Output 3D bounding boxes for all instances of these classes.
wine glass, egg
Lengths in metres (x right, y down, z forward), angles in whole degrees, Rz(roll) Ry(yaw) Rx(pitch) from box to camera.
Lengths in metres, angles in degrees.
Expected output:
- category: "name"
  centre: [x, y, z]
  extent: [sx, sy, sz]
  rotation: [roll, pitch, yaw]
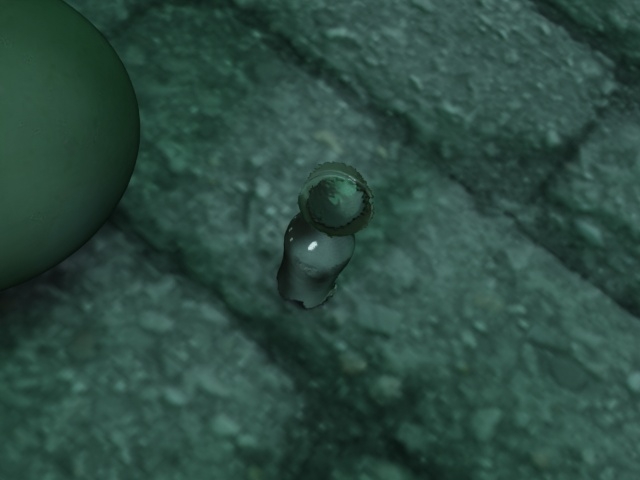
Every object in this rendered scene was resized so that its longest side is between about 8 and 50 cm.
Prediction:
- category: "wine glass"
  centre: [0.000, 0.000, 0.586]
  extent: [0.039, 0.083, 0.042]
  rotation: [-6, 61, -14]
- category: "egg"
  centre: [-0.176, -0.046, 0.521]
  extent: [0.192, 0.149, 0.149]
  rotation: [-11, 62, -20]
